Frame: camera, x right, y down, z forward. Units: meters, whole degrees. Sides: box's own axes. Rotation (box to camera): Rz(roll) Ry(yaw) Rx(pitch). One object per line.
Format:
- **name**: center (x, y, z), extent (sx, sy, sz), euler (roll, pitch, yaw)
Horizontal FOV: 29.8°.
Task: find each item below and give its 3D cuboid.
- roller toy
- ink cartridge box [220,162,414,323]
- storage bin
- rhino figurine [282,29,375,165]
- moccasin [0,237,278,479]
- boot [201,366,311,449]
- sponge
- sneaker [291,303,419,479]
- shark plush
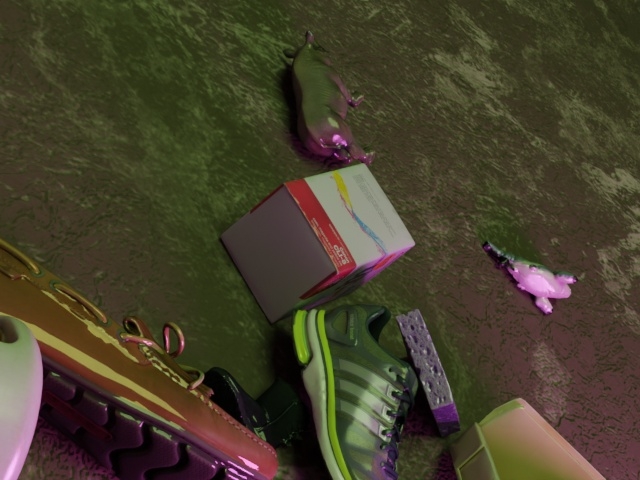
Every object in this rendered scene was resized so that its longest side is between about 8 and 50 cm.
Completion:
- **roller toy**: center (-0.319, 0.130, 0.930), extent (0.146, 0.191, 0.209), euler (24, 43, -31)
- **ink cartridge box**: center (0.000, 0.000, 1.453), extent (0.176, 0.128, 0.127), euler (-19, 74, -53)
- **storage bin**: center (0.284, 0.336, 1.382), extent (0.260, 0.123, 0.262), euler (44, 9, -10)
- **rhino figurine**: center (0.003, -0.209, 1.694), extent (0.106, 0.073, 0.243), euler (23, 42, -38)
- **moccasin**: center (-0.199, 0.121, 1.134), extent (0.380, 0.139, 0.147), euler (32, 47, -10)
- **boot**: center (-0.066, 0.176, 1.295), extent (0.099, 0.045, 0.121), euler (-30, 89, -52)
- **sponge**: center (0.130, 0.162, 1.435), extent (0.210, 0.031, 0.117), euler (66, 2, -70)
- **sneaker**: center (0.055, 0.192, 1.318), extent (0.111, 0.121, 0.300), euler (62, 9, -63)
- **shark plush**: center (0.315, 0.054, 1.846), extent (0.161, 0.073, 0.067), euler (19, 22, -8)
